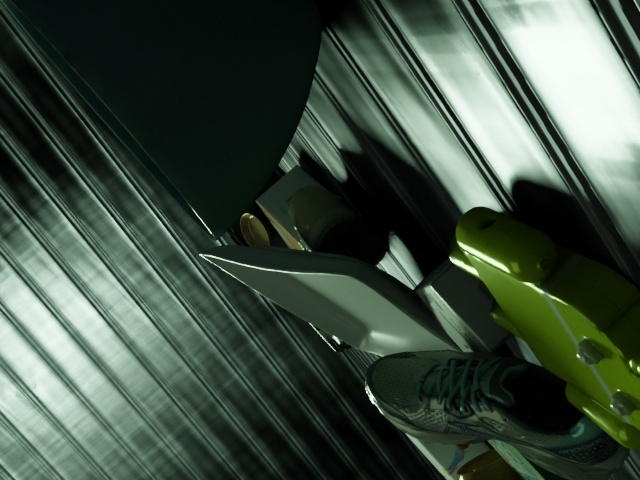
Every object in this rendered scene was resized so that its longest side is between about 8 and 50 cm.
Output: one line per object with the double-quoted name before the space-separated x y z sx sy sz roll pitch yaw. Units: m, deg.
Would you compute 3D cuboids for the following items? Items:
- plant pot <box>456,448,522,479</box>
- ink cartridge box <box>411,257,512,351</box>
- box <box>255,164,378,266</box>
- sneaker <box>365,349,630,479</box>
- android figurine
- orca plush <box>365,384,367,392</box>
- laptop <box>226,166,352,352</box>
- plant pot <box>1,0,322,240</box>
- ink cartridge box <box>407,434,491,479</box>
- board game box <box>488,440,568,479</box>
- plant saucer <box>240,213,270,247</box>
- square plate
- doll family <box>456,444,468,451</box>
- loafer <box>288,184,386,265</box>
"plant pot" 0.364 0.518 1.651 0.254 0.237 0.237 63 174 6
"ink cartridge box" 0.160 0.071 0.988 0.099 0.056 0.135 48 173 4
"box" -0.003 -0.012 1.402 0.130 0.091 0.170 42 171 41
"sneaker" 0.175 0.154 0.924 0.283 0.110 0.122 9 150 26
"android figurine" 0.208 0.074 0.733 0.248 0.056 0.273 52 174 -29
"orca plush" 0.199 0.205 1.319 0.151 0.102 0.287 13 175 -41
"laptop" 0.000 0.000 1.762 0.382 0.236 0.408 47 -159 18
"plant pot" -0.115 -0.172 0.772 0.290 0.195 0.290 47 173 7
"ink cartridge box" 0.309 0.485 2.101 0.278 0.117 0.201 48 173 -2
"board game box" 0.340 0.352 1.480 0.317 0.046 0.213 48 174 4
"plant saucer" -0.119 -0.016 1.687 0.083 0.015 0.083 32 138 34
"square plate" 0.055 0.092 1.208 0.344 0.049 0.347 35 163 -34
"doll family" 0.223 0.316 1.693 0.263 0.118 0.163 52 173 -35
"loafer" 0.023 -0.010 1.247 0.092 0.102 0.268 55 177 21
